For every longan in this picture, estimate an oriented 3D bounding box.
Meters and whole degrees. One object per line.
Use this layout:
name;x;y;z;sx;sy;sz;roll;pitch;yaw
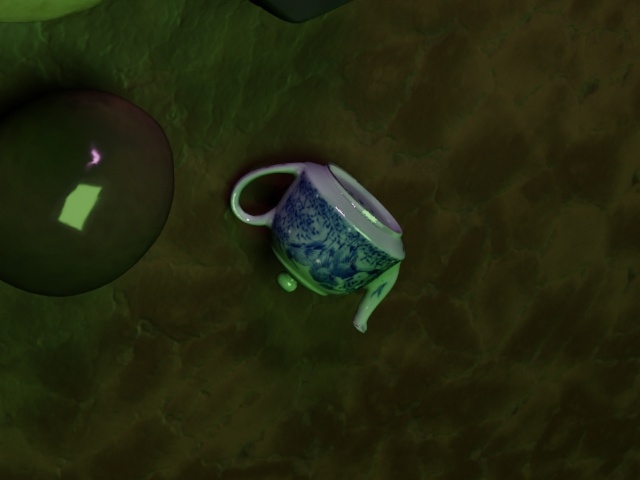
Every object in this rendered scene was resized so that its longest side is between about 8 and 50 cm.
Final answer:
longan;-0.244;-0.044;1.066;0.220;0.196;0.196;-37;129;5

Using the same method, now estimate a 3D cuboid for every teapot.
teapot;0.000;0.000;1.271;0.232;0.159;0.159;41;89;-12

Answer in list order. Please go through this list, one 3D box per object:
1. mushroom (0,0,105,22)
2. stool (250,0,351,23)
mushroom;-0.200;-0.301;0.866;0.314;0.336;0.314;-19;123;-33
stool;-0.027;-0.335;1.073;0.232;0.141;0.232;-15;122;-25
